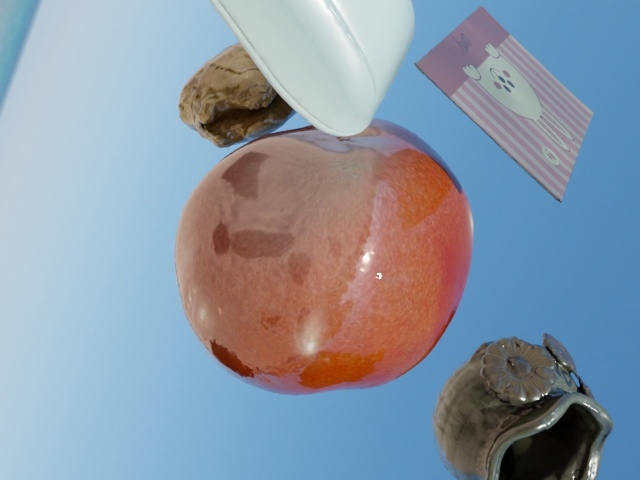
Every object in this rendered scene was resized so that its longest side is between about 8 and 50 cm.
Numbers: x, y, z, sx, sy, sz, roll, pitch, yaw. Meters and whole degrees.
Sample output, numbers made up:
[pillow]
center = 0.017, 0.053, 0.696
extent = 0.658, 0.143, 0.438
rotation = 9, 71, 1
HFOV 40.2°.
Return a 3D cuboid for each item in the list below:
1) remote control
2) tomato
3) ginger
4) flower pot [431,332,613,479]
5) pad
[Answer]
[remote control]
center = -0.048, -0.179, 0.356
extent = 0.051, 0.293, 0.103
rotation = -17, -146, 39
[tomato]
center = 0.000, 0.000, 0.993
extent = 0.341, 0.341, 0.273
rotation = -99, -173, -51
[ginger]
center = -0.039, -0.275, 1.240
extent = 0.375, 0.166, 0.236
rotation = -54, -162, -9
[flower pot]
center = 0.346, 0.311, 1.505
extent = 0.213, 0.302, 0.302
rotation = 45, -66, 49
[pad]
center = 0.218, -0.166, 0.979
extent = 0.005, 0.202, 0.300
rotation = -47, 180, 33
